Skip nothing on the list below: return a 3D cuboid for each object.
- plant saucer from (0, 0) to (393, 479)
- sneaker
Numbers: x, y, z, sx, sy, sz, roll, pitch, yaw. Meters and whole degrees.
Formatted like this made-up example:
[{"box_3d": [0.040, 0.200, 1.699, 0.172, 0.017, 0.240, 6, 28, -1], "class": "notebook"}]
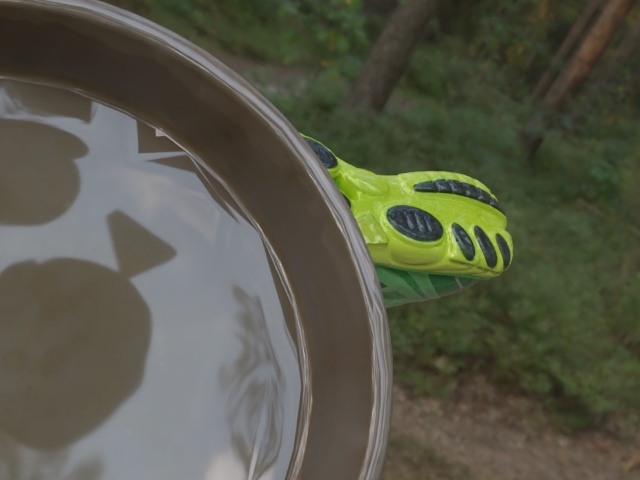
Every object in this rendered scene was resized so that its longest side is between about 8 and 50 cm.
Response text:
[{"box_3d": [-0.106, 0.038, 0.497, 0.278, 0.041, 0.278, 9, 66, -21], "class": "plant saucer"}, {"box_3d": [0.000, 0.000, 0.975, 0.295, 0.123, 0.109, 14, 50, -33], "class": "sneaker"}]
